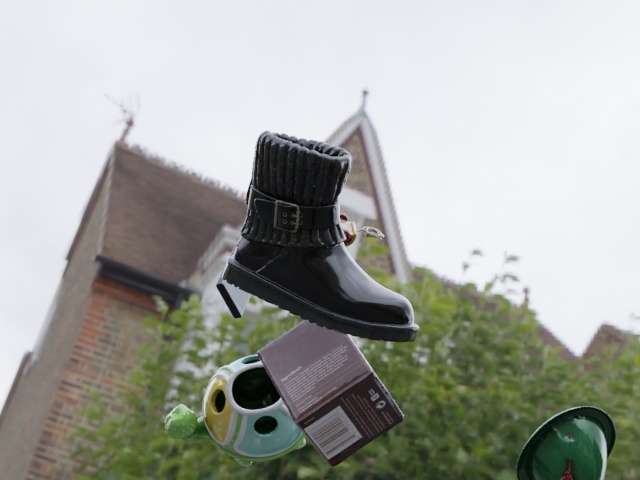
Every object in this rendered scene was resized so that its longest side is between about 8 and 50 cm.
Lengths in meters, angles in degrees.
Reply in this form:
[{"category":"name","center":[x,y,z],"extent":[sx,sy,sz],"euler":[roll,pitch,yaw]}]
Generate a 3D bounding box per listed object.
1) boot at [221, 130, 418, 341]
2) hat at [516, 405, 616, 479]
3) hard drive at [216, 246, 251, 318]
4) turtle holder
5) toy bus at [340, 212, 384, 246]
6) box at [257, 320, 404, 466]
[{"category":"boot","center":[0.020,-0.008,1.657],"extent":[0.348,0.260,0.131],"euler":[22,9,18]},{"category":"hat","center":[0.414,0.390,1.663],"extent":[0.173,0.183,0.208],"euler":[27,-75,-29]},{"category":"hard drive","center":[-0.178,0.089,2.302],"extent":[0.022,0.135,0.094],"euler":[-13,-59,24]},{"category":"turtle holder","center":[-0.171,0.365,2.441],"extent":[0.320,0.243,0.227],"euler":[11,-25,4]},{"category":"toy bus","center":[-0.011,-0.005,2.166],"extent":[0.202,0.104,0.191],"euler":[35,26,33]},{"category":"box","center":[0.018,0.268,1.991],"extent":[0.167,0.203,0.168],"euler":[-34,-47,-1]}]
